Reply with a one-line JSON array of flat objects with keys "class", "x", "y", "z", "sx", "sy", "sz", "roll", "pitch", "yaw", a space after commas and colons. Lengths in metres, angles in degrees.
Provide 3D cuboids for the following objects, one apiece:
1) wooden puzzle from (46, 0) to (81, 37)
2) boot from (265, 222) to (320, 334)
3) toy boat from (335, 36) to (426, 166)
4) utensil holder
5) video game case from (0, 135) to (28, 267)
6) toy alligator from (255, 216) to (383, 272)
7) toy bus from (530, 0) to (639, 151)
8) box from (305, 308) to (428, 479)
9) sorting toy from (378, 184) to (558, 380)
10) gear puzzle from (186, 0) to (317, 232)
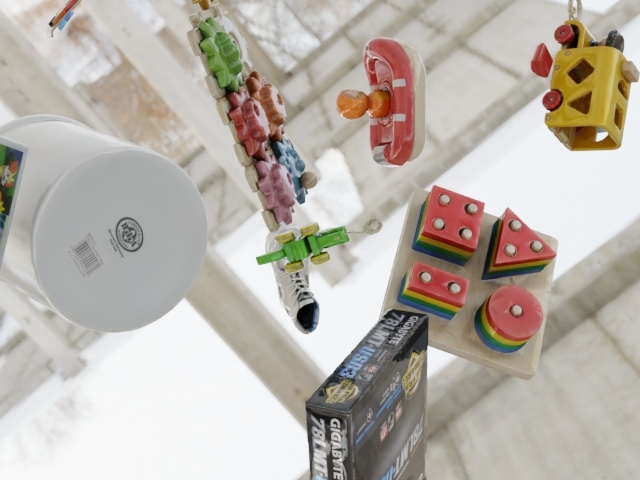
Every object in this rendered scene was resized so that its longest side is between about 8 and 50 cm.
[{"class": "wooden puzzle", "x": -0.336, "y": -0.297, "z": 1.425, "sx": 0.079, "sy": 0.014, "sz": 0.116, "roll": -56, "pitch": -158, "yaw": -10}, {"class": "boot", "x": -0.046, "y": 0.084, "z": 2.300, "sx": 0.095, "sy": 0.258, "sz": 0.123, "roll": -23, "pitch": -132, "yaw": -11}, {"class": "toy boat", "x": 0.099, "y": -0.247, "z": 1.952, "sx": 0.151, "sy": 0.231, "sz": 0.151, "roll": -1, "pitch": -179, "yaw": -20}, {"class": "utensil holder", "x": -0.409, "y": -0.035, "z": 1.869, "sx": 0.327, "sy": 0.328, "sz": 0.385, "roll": -45, "pitch": -148, "yaw": -18}, {"class": "video game case", "x": -0.556, "y": -0.013, "z": 1.524, "sx": 0.036, "sy": 0.300, "sz": 0.329, "roll": 8, "pitch": -97, "yaw": 29}, {"class": "toy alligator", "x": 0.000, "y": 0.000, "z": 1.558, "sx": 0.189, "sy": 0.056, "sz": 0.051, "roll": -17, "pitch": -170, "yaw": 9}, {"class": "toy bus", "x": 0.374, "y": -0.220, "z": 1.475, "sx": 0.104, "sy": 0.202, "sz": 0.191, "roll": 2, "pitch": -152, "yaw": 36}, {"class": "box", "x": 0.073, "y": 0.287, "z": 1.519, "sx": 0.073, "sy": 0.293, "sz": 0.295, "roll": 7, "pitch": -156, "yaw": 24}, {"class": "sorting toy", "x": 0.246, "y": 0.050, "z": 1.696, "sx": 0.089, "sy": 0.255, "sz": 0.257, "roll": 117, "pitch": -9, "yaw": -58}, {"class": "gear puzzle", "x": -0.083, "y": -0.188, "z": 1.232, "sx": 0.044, "sy": 0.339, "sz": 0.175, "roll": -18, "pitch": -165, "yaw": 17}]
